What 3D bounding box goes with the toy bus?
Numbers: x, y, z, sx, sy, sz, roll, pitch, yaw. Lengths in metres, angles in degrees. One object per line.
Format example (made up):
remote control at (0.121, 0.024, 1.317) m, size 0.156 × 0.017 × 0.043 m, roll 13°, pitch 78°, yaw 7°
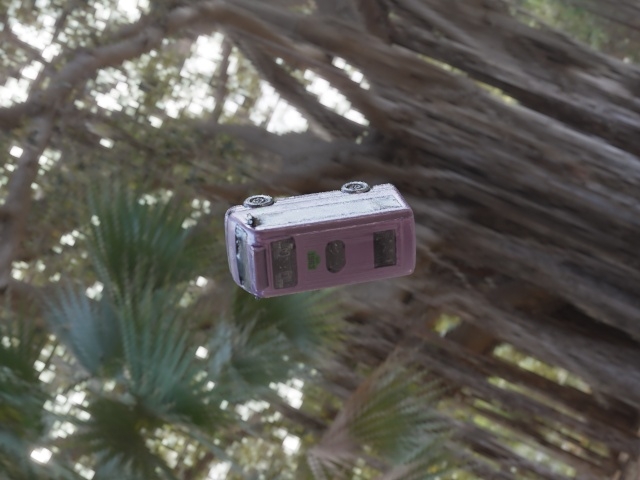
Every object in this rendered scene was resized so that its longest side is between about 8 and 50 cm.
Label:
toy bus at (0.000, 0.000, 1.094) m, size 0.098 × 0.178 × 0.087 m, roll -124°, pitch 28°, yaw -64°
